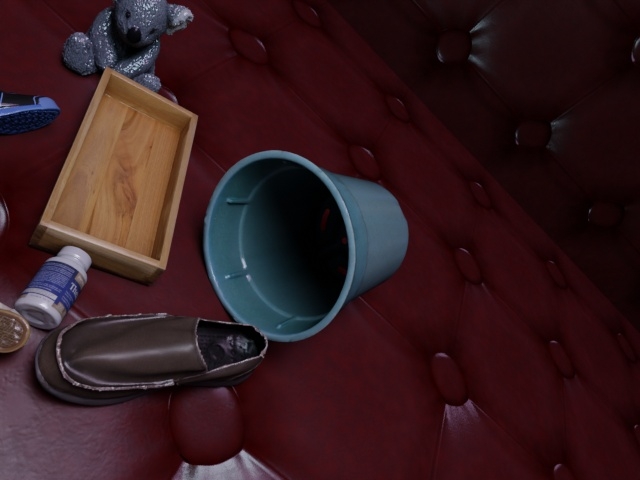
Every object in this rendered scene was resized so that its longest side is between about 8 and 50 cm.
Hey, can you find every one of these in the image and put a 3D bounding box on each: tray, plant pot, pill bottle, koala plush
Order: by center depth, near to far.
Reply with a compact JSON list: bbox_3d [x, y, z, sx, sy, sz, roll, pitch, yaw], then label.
[{"bbox_3d":[-0.397,0.068,0.751,0.067,0.067,0.120,34,41,-21],"label":"pill bottle"},{"bbox_3d":[-0.366,-0.132,0.940,0.202,0.076,0.411,25,46,-30],"label":"tray"},{"bbox_3d":[0.000,0.000,1.021,0.334,0.341,0.341,-8,66,-57],"label":"plant pot"},{"bbox_3d":[-0.391,-0.446,1.043,0.196,0.221,0.203,26,44,-28],"label":"koala plush"}]

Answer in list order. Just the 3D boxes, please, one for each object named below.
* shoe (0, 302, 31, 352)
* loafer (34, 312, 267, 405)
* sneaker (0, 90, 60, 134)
[{"bbox_3d":[-0.494,0.089,0.656,0.219,0.058,0.077,32,73,-17],"label":"shoe"},{"bbox_3d":[-0.238,0.163,0.782,0.366,0.130,0.134,5,57,-43],"label":"loafer"},{"bbox_3d":[-0.554,-0.224,0.816,0.232,0.081,0.090,-29,90,-50],"label":"sneaker"}]
